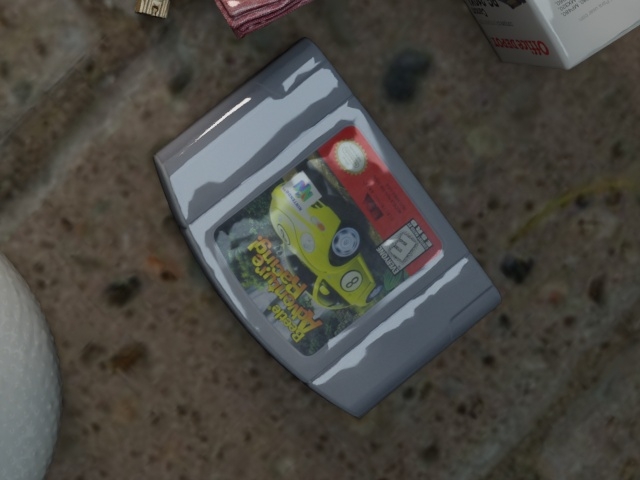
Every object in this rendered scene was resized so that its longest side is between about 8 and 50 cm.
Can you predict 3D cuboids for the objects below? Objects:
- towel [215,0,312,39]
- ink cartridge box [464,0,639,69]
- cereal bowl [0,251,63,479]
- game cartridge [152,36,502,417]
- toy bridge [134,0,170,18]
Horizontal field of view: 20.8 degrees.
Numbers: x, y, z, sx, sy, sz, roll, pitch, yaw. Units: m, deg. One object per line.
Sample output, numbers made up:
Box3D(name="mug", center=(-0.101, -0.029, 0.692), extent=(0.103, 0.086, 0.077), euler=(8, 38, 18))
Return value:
Box3D(name="towel", center=(-0.038, -0.348, 1.318), extent=(0.237, 0.037, 0.329), euler=(-29, 85, 4))
Box3D(name="ink cartridge box", center=(0.157, -0.264, 1.435), extent=(0.100, 0.172, 0.237), euler=(-35, 104, -6))
Box3D(name="cereal bowl", center=(-0.369, 0.133, 1.375), extent=(0.339, 0.141, 0.339), euler=(-2, 97, -12))
Box3D(name="game cartridge", center=(0.000, 0.000, 1.494), extent=(0.196, 0.060, 0.294), euler=(-39, 104, -2))
Box3D(name="toy bridge", center=(-0.114, -0.275, 1.424), extent=(0.026, 0.063, 0.188), euler=(14, 94, -15))
